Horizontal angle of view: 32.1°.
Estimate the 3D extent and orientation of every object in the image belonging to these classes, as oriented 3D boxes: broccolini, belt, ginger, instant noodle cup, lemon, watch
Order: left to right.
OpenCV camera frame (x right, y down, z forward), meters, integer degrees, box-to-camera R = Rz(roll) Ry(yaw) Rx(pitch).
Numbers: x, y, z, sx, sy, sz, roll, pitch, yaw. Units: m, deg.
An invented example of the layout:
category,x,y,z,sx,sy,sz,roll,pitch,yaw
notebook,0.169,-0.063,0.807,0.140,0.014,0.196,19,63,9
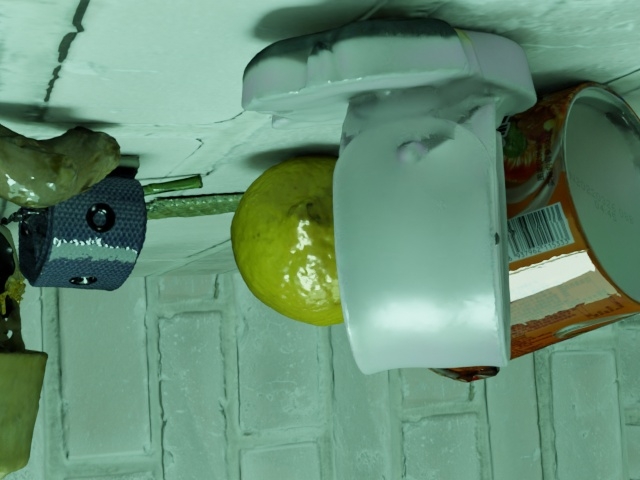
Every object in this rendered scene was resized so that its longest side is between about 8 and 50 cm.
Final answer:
category,x,y,z,sx,sy,sz,roll,pitch,yaw
ginger,-0.288,-0.063,0.897,0.290,0.084,0.122,0,167,-41
belt,-0.271,-0.017,1.194,0.126,0.140,0.230,5,174,-22
broccolini,-0.246,-0.057,1.315,0.218,0.042,0.044,-9,-159,13
lemon,0.000,0.000,1.218,0.188,0.188,0.256,-4,167,13
watch,0.050,-0.023,0.760,0.196,0.231,0.244,-2,178,12
instant noodle cup,0.180,-0.013,0.969,0.192,0.250,0.250,-18,166,40

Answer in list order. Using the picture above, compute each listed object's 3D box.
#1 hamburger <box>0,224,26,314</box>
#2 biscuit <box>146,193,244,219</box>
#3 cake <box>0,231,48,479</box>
category,x,y,z,sx,sy,sz,roll,pitch,yaw
hamburger,-0.571,0.063,1.597,0.294,0.179,0.276,-4,174,17
biscuit,-0.156,-0.048,1.538,0.203,0.016,0.144,-4,175,2
cake,-0.471,0.095,1.274,0.332,0.321,0.332,5,175,0
